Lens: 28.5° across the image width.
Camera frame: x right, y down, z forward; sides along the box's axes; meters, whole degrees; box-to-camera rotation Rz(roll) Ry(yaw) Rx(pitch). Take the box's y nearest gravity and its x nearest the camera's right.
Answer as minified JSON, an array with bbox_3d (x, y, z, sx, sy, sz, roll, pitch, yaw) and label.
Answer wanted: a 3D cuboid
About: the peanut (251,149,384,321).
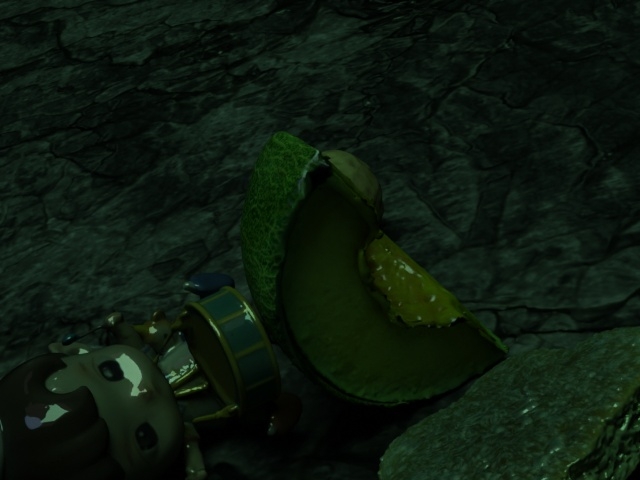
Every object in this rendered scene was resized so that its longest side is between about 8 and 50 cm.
[{"bbox_3d":[0.000,-0.001,1.149,0.104,0.085,0.228,-8,36,17],"label":"peanut"}]

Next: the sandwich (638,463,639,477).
[{"bbox_3d":[0.306,0.113,0.876,0.162,0.058,0.193,-2,33,17],"label":"sandwich"}]

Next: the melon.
[{"bbox_3d":[0.005,0.027,0.989,0.129,0.265,0.169,-46,37,1],"label":"melon"}]

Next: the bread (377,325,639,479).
[{"bbox_3d":[0.115,0.150,0.839,0.207,0.056,0.286,-13,24,49],"label":"bread"}]

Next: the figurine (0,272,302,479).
[{"bbox_3d":[-0.159,0.133,0.947,0.275,0.158,0.161,-28,75,-21],"label":"figurine"}]
